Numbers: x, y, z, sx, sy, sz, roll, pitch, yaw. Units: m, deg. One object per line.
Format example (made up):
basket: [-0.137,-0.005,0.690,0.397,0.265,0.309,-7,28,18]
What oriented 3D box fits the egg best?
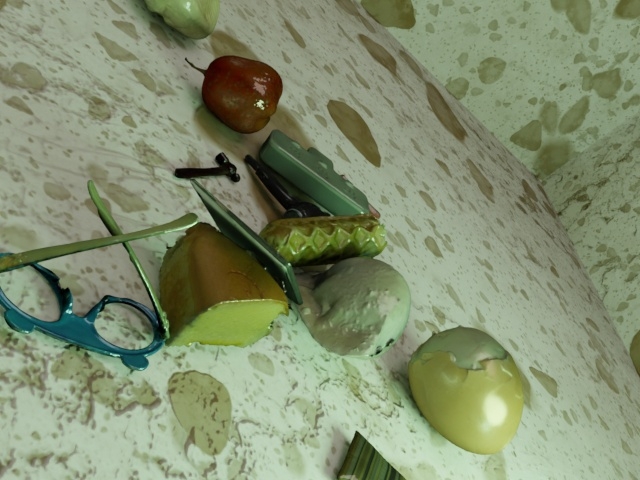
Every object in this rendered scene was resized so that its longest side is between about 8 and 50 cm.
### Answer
egg: [0.276,0.280,1.319,0.201,0.201,0.245,-13,79,-62]

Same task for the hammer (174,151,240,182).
hammer: [-0.210,-0.126,1.266,0.065,0.021,0.178,55,28,10]

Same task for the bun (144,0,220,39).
bun: [-0.312,-0.544,1.521,0.229,0.145,0.230,-7,90,-80]

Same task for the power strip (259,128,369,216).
power strip: [-0.010,-0.147,1.538,0.265,0.059,0.194,36,18,-13]

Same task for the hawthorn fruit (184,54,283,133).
hawthorn fruit: [-0.182,-0.310,1.421,0.203,0.163,0.163,24,33,-17]

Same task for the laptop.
laptop: [-0.104,0.011,1.057,0.187,0.015,0.269,41,-10,13]

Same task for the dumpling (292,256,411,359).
dumpling: [0.048,0.103,1.241,0.226,0.175,0.243,25,-4,9]

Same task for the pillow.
pillow: [0.105,0.394,1.070,0.203,0.038,0.113,48,29,-5]

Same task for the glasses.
glasses: [-0.252,0.029,0.846,0.239,0.207,0.102,33,-5,-37]

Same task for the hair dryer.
hair dryer: [-0.072,-0.096,1.416,0.219,0.075,0.195,48,15,11]

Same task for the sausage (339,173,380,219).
sausage: [0.089,-0.102,1.703,0.147,0.035,0.030,46,29,-7]

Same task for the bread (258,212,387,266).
bread: [0.001,0.000,1.287,0.269,0.087,0.098,-5,27,-39]

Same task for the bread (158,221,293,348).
bread: [-0.134,0.074,0.993,0.160,0.140,0.169,22,37,-37]
